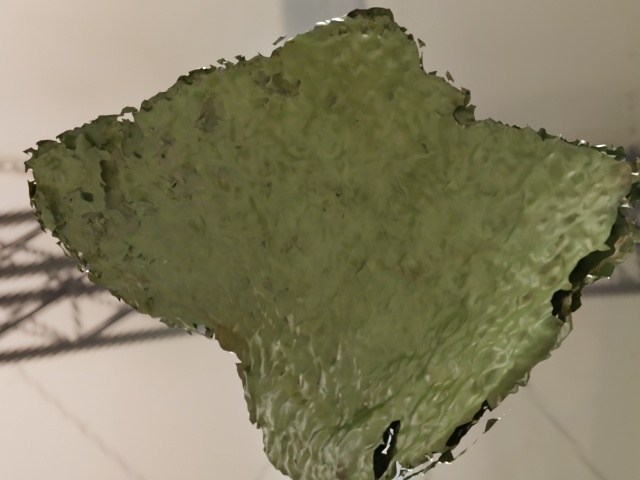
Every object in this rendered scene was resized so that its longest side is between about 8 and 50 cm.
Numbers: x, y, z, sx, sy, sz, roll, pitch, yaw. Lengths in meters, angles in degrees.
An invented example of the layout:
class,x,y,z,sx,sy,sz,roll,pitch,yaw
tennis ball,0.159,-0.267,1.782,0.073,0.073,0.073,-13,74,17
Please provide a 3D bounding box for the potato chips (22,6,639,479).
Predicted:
class,x,y,z,sx,sy,sz,roll,pitch,yaw
potato chips,-0.006,0.001,0.672,0.228,0.059,0.167,34,-65,34
